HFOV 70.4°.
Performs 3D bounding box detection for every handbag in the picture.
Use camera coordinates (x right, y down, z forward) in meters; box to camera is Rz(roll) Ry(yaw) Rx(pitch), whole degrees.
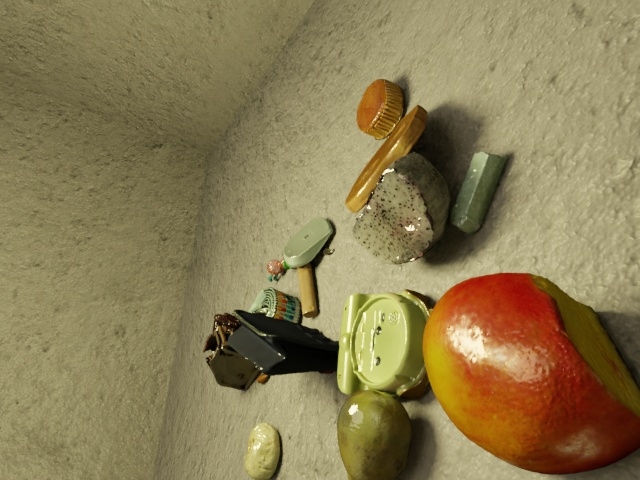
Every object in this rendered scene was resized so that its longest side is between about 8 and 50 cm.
[{"bbox_3d":[-0.104,0.333,1.443,0.303,0.329,0.122,13,87,57],"label":"handbag"}]

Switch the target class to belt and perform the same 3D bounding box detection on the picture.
[{"bbox_3d":[-0.193,0.298,1.802,0.257,0.149,0.207,-24,46,53],"label":"belt"}]

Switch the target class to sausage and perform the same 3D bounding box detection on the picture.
[{"bbox_3d":[-0.054,0.155,1.727,0.066,0.065,0.302,-49,37,36],"label":"sausage"}]

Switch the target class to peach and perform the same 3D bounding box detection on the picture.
[{"bbox_3d":[0.341,0.229,0.790,0.380,0.242,0.307,-22,51,55],"label":"peach"}]

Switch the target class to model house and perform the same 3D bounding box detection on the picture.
[{"bbox_3d":[-0.386,0.438,1.940,0.297,0.317,0.283,-42,42,24],"label":"model house"}]

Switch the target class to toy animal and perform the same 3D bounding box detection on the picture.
[{"bbox_3d":[-0.165,0.106,1.945,0.103,0.100,0.208,-43,1,-42],"label":"toy animal"}]

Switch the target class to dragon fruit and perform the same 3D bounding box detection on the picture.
[{"bbox_3d":[0.243,-0.077,1.193,0.204,0.221,0.283,42,137,12],"label":"dragon fruit"}]

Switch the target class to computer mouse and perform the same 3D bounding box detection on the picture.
[{"bbox_3d":[-0.046,0.010,1.734,0.230,0.079,0.128,-41,44,2],"label":"computer mouse"}]

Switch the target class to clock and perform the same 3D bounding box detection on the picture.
[{"bbox_3d":[0.183,0.264,1.178,0.348,0.117,0.287,-24,55,55],"label":"clock"}]

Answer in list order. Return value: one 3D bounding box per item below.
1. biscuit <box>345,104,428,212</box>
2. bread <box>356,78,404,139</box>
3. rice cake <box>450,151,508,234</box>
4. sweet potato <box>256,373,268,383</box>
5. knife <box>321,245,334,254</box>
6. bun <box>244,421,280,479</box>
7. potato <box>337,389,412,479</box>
[{"bbox_3d":[0.198,-0.235,1.357,0.365,0.062,0.385,-53,5,23],"label":"biscuit"},{"bbox_3d":[0.201,-0.458,1.573,0.199,0.104,0.199,-40,42,49],"label":"bread"},{"bbox_3d":[0.379,-0.119,1.099,0.063,0.069,0.207,26,99,62],"label":"rice cake"},{"bbox_3d":[-0.236,0.564,1.850,0.095,0.034,0.034,-41,41,46],"label":"sweet potato"},{"bbox_3d":[-0.003,0.006,1.760,0.046,0.021,0.222,-60,34,11],"label":"knife"},{"bbox_3d":[-0.217,0.754,1.623,0.164,0.110,0.189,10,87,65],"label":"bun"},{"bbox_3d":[0.126,0.488,1.095,0.174,0.159,0.252,10,96,36],"label":"potato"}]
